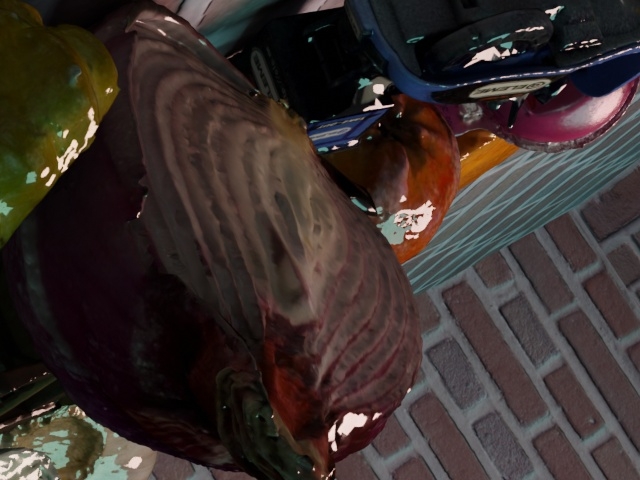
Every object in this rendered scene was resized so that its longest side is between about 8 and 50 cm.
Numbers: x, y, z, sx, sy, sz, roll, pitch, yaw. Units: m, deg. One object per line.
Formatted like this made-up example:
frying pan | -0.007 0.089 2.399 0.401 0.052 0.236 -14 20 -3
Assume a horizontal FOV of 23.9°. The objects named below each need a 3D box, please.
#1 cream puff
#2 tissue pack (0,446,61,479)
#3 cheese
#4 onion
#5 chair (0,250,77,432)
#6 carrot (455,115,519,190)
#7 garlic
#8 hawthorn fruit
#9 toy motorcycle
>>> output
cream puff | -0.168 -0.055 0.661 0.146 0.116 0.146 -48 -166 16
tissue pack | -0.410 0.278 0.992 0.405 0.205 0.331 -12 -178 32
cheese | 0.154 -0.138 1.240 0.244 0.155 0.062 -17 -175 14
onion | -0.074 0.042 0.786 0.159 0.267 0.349 -37 -160 19
chair | -0.167 0.033 1.007 0.186 0.160 0.319 -36 168 38
carrot | 0.083 -0.076 1.397 0.307 0.100 0.258 -31 179 18
garlic | -0.259 0.151 1.350 0.256 0.207 0.207 -10 180 21
hawthorn fruit | 0.020 -0.047 1.197 0.173 0.173 0.173 -31 172 -5
toy motorcycle | 0.131 -0.150 1.024 0.358 0.125 0.212 -13 168 -30
